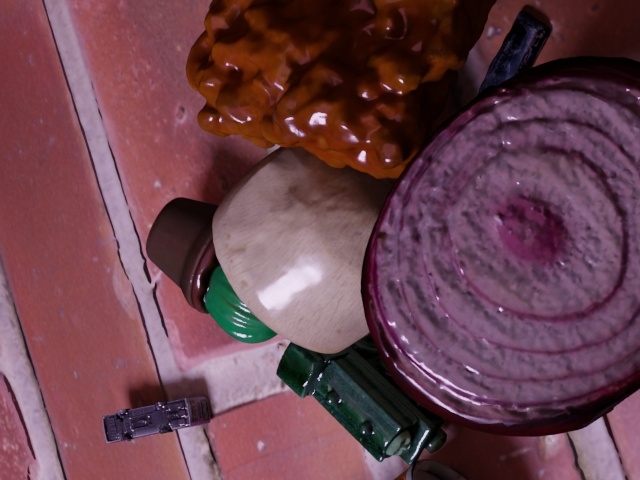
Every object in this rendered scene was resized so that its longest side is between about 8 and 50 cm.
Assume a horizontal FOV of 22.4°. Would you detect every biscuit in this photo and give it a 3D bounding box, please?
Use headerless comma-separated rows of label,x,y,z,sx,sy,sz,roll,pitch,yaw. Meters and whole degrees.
biscuit,0.025,-0.220,1.475,0.318,0.110,0.312,16,74,38

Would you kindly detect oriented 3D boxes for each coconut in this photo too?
coconut,0.000,0.000,1.554,0.224,0.224,0.224,6,101,37

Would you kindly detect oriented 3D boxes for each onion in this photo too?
onion,0.208,0.012,1.360,0.282,0.260,0.337,41,101,17

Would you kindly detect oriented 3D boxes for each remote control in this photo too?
remote control,0.178,-0.166,1.507,0.039,0.014,0.096,40,118,26

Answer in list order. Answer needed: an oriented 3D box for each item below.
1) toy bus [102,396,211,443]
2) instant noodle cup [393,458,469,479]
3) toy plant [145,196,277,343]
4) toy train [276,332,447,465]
toy bus,-0.184,0.201,1.814,0.130,0.052,0.037,-16,82,36
instant noodle cup,0.076,0.316,1.579,0.185,0.168,0.168,-48,68,23
toy plant,-0.082,0.026,1.685,0.200,0.105,0.143,28,99,12
toy train,0.046,0.152,1.595,0.170,0.111,0.071,43,124,25
